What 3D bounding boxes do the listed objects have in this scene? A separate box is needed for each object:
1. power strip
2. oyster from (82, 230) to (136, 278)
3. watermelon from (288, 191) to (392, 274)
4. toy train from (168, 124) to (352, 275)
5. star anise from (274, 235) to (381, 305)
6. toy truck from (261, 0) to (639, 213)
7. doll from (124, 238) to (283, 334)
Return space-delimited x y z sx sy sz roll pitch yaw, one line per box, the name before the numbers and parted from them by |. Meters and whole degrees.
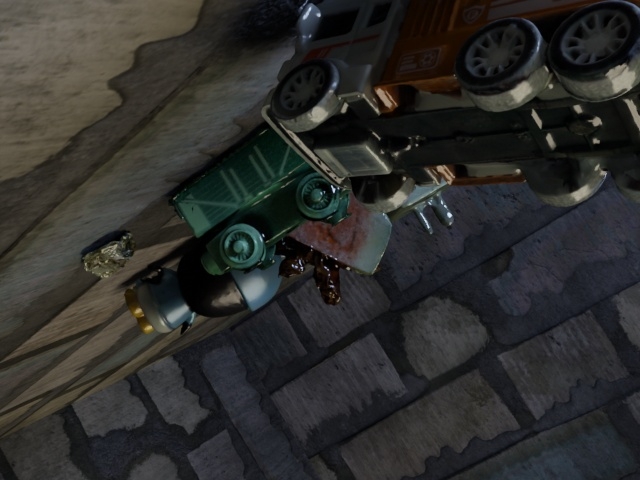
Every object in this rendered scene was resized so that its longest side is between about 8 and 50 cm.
power strip | 0.161 -0.117 1.431 0.139 0.224 0.140 -30 173 -13
oyster | -0.301 0.027 1.151 0.098 0.037 0.100 -34 174 14
watermelon | -0.021 -0.062 1.240 0.193 0.232 0.310 -36 -143 9
toy train | -0.067 -0.059 1.089 0.269 0.154 0.115 -33 175 17
star anise | 0.000 0.000 1.421 0.190 0.220 0.126 -50 167 15
toy truck | 0.149 -0.153 0.699 0.387 0.207 0.173 -1 151 37
doll | -0.197 0.069 1.489 0.314 0.177 0.141 -22 -146 -2
